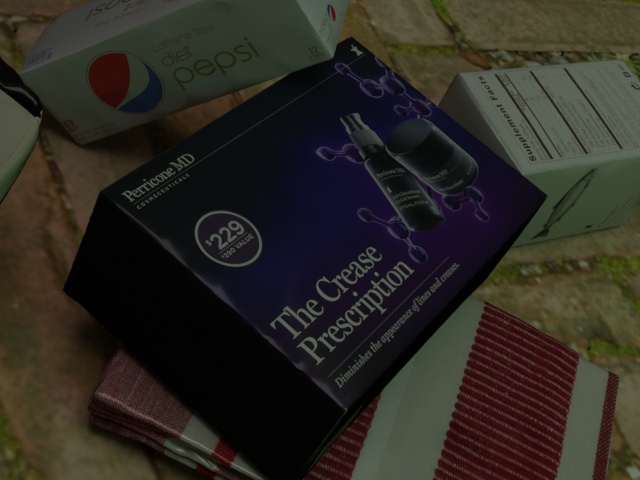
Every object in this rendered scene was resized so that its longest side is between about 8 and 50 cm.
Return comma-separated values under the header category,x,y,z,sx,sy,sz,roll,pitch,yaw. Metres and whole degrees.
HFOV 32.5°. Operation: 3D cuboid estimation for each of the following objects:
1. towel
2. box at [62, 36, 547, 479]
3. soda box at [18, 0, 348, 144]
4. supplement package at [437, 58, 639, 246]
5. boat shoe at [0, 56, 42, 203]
category,x,y,z,sx,sy,sz,roll,pitch,yaw
towel,0.039,0.100,0.727,0.329,0.037,0.237,29,45,-3
box,0.000,0.000,0.699,0.184,0.103,0.261,39,44,11
soda box,-0.094,-0.137,0.740,0.074,0.216,0.069,54,35,-36
supplement package,0.180,-0.069,0.879,0.179,0.105,0.105,-10,58,-30
boat shoe,-0.266,0.047,0.546,0.127,0.158,0.340,37,47,-2
